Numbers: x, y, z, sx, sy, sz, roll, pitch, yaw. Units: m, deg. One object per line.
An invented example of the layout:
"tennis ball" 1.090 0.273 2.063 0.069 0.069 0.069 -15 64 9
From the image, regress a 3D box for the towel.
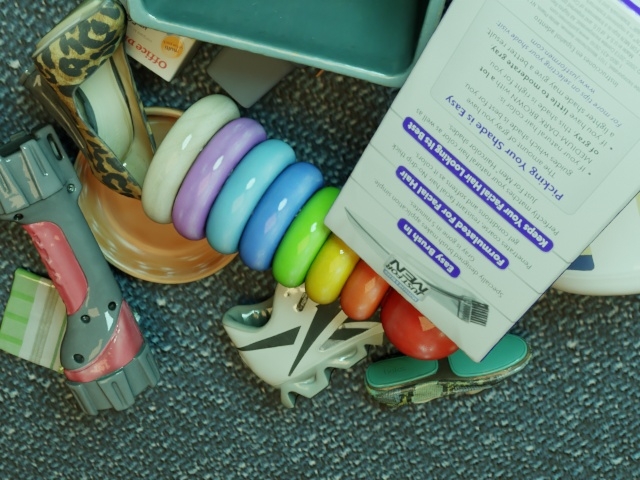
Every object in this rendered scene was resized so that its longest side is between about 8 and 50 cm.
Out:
"towel" -0.295 0.104 1.162 0.152 0.023 0.113 23 111 -1

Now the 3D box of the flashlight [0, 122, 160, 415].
"flashlight" -0.273 0.038 1.051 0.103 0.103 0.304 -12 116 22

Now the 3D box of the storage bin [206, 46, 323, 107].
"storage bin" -0.044 -0.186 0.957 0.098 0.135 0.091 43 122 -11

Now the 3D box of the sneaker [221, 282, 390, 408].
"sneaker" 0.030 0.036 1.039 0.330 0.122 0.146 -40 105 19

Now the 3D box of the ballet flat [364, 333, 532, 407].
"ballet flat" 0.144 0.148 1.113 0.188 0.070 0.070 -10 111 12

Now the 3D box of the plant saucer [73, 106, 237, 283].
"plant saucer" -0.167 -0.050 1.072 0.200 0.037 0.200 3 113 6

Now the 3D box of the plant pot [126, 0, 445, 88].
"plant pot" 0.002 -0.316 0.812 0.248 0.252 0.247 14 134 1

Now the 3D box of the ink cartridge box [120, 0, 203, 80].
"ink cartridge box" -0.147 -0.230 0.965 0.092 0.090 0.143 34 112 -7

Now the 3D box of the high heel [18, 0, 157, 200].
"high heel" -0.176 -0.122 0.914 0.186 0.261 0.093 47 66 -13

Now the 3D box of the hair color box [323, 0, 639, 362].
"hair color box" 0.153 -0.075 0.765 0.185 0.110 0.339 43 137 10

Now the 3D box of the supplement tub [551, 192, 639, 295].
"supplement tub" 0.255 -0.134 0.885 0.228 0.228 0.316 -14 110 12

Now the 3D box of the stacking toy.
"stacking toy" 0.000 0.000 0.943 0.330 0.141 0.141 32 113 6
